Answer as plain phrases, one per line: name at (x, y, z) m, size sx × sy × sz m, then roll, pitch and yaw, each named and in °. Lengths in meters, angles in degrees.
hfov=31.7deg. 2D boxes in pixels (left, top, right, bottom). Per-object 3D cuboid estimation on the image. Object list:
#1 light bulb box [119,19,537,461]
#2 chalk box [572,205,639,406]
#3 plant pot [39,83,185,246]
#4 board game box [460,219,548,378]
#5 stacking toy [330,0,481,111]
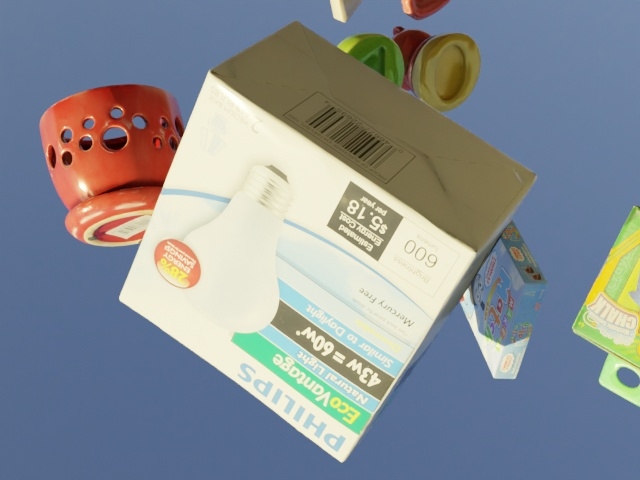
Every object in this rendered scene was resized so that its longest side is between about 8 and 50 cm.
light bulb box at (0.000, 0.000, 1.349) m, size 0.358 × 0.361 × 0.225 m, roll 34°, pitch -144°, yaw 10°
chalk box at (0.393, 0.088, 1.315) m, size 0.132 × 0.213 × 0.132 m, roll 30°, pitch -170°, yaw 34°
plant pot at (-0.269, -0.095, 1.512) m, size 0.191 × 0.191 × 0.174 m, roll -8°, pitch -108°, yaw -15°
board game box at (0.240, 0.059, 1.538) m, size 0.039 × 0.160 × 0.211 m, roll 2°, pitch -146°, yaw -14°
stacking toy at (0.088, -0.325, 1.627) m, size 0.279 × 0.309 × 0.130 m, roll -23°, pitch -145°, yaw -29°
